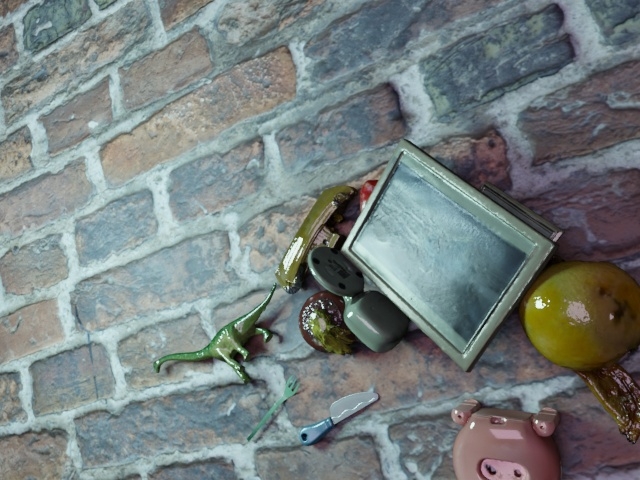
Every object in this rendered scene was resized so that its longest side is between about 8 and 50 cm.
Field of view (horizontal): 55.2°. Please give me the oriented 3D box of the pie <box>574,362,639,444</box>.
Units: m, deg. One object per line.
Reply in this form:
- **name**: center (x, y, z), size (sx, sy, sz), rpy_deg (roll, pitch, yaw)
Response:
- **pie**: center (0.606, 0.312, 1.256), size (0.088, 0.033, 0.191), rpy_deg (-35, 68, 5)

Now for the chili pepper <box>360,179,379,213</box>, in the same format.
- **chili pepper**: center (0.132, -0.089, 1.525), size (0.073, 0.071, 0.123), rpy_deg (-11, 81, 54)

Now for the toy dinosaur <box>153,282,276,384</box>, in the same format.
- **toy dinosaur**: center (-0.289, 0.259, 1.720), size (0.301, 0.087, 0.446), rpy_deg (34, 100, 33)

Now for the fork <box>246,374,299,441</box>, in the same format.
- **fork**: center (-0.128, 0.453, 1.644), size (0.039, 0.021, 0.235), rpy_deg (45, 108, 28)

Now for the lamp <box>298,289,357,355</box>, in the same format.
- **lamp**: center (0.015, 0.202, 1.522), size (0.157, 0.135, 0.156), rpy_deg (6, 88, 30)

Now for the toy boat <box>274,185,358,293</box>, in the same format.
- **toy boat**: center (0.000, 0.000, 1.577), size (0.121, 0.089, 0.321), rpy_deg (35, 101, 20)

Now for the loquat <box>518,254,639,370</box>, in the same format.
- **loquat**: center (0.514, 0.138, 1.215), size (0.244, 0.244, 0.243), rpy_deg (-3, 84, 28)

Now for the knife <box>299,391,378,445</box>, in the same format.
- **knife**: center (0.041, 0.441, 1.552), size (0.244, 0.032, 0.058), rpy_deg (-40, 60, 15)

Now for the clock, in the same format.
- **clock**: center (0.390, 0.477, 1.299), size (0.227, 0.142, 0.241), rpy_deg (0, 89, 28)

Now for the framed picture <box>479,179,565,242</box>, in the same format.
- **framed picture**: center (0.374, 0.004, 1.338), size (0.217, 0.017, 0.274), rpy_deg (-57, 33, 12)

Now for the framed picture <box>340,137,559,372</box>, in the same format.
- **framed picture**: center (0.250, 0.019, 1.338), size (0.446, 0.028, 0.326), rpy_deg (44, 115, 38)

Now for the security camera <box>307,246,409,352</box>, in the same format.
- **security camera**: center (0.079, 0.137, 1.466), size (0.301, 0.157, 0.080), rpy_deg (45, 124, 12)
